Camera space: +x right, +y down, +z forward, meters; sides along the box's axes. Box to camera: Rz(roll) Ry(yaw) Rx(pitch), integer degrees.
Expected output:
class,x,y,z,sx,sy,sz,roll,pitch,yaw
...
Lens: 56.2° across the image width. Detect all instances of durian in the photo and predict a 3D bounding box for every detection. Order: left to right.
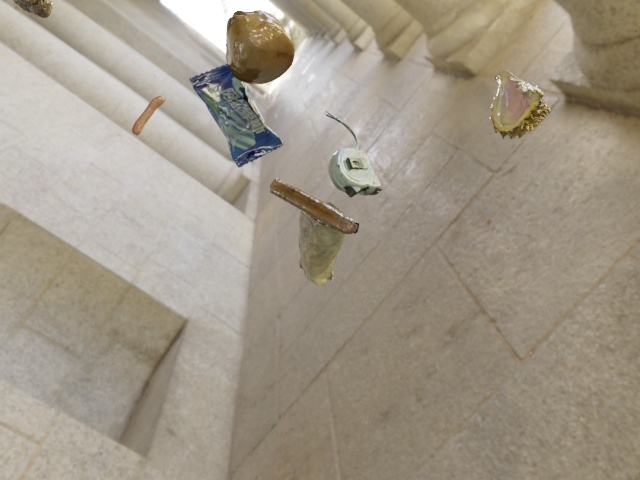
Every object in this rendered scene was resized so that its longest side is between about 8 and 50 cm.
class,x,y,z,sx,sy,sz,roll,pitch,yaw
durian,0.442,-0.307,1.333,0.224,0.078,0.140,-95,26,-45

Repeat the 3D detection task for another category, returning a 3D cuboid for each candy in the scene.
class,x,y,z,sx,sy,sz,roll,pitch,yaw
candy,-0.273,-0.421,1.974,0.187,0.331,0.077,-28,3,-13

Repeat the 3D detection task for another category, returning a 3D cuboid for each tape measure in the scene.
class,x,y,z,sx,sy,sz,roll,pitch,yaw
tape measure,0.070,-0.286,1.847,0.164,0.330,0.084,-9,-21,-42

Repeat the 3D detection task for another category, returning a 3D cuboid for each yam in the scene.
class,x,y,z,sx,sy,sz,roll,pitch,yaw
yam,-0.017,-0.080,1.407,0.264,0.046,0.046,30,83,32

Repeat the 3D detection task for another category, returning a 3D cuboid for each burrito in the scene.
class,x,y,z,sx,sy,sz,roll,pitch,yaw
burrito,-0.006,-0.011,1.573,0.107,0.175,0.348,-22,-23,-19

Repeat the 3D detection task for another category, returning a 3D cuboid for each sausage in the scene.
class,x,y,z,sx,sy,sz,roll,pitch,yaw
sausage,-0.671,-0.490,2.326,0.186,0.043,0.043,-55,15,-6

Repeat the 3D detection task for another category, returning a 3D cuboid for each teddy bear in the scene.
class,x,y,z,sx,sy,sz,roll,pitch,yaw
teddy bear,-0.789,-0.714,1.600,0.190,0.140,0.177,117,156,-60

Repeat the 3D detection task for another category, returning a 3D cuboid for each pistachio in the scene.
class,x,y,z,sx,sy,sz,roll,pitch,yaw
pistachio,-0.183,-0.560,1.789,0.163,0.212,0.260,-59,-3,-26
